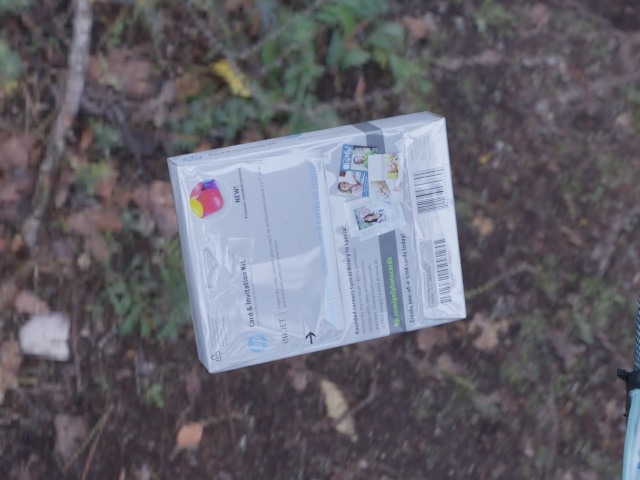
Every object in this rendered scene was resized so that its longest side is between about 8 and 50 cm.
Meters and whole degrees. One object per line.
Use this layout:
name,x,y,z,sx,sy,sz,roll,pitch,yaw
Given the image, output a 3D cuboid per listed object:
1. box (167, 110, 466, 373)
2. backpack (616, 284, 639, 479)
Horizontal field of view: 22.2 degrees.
box,0.000,0.000,1.103,0.186,0.145,0.038,-12,15,-15
backpack,0.240,0.081,0.706,0.225,0.191,0.253,5,71,19
